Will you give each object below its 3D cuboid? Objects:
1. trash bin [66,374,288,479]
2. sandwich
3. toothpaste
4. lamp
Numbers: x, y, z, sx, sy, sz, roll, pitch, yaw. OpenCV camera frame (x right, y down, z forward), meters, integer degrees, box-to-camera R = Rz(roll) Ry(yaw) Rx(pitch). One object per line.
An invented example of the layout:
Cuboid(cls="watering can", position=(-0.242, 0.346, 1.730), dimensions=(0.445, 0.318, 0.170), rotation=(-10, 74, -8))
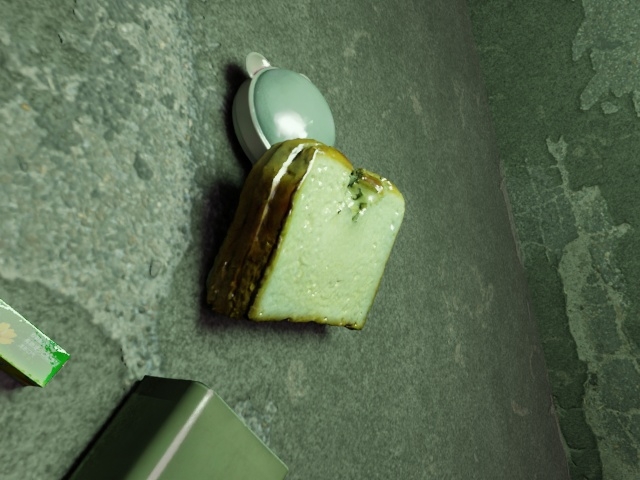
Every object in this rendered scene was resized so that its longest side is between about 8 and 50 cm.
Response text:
Cuboid(cls="trash bin", position=(-0.165, 0.272, 0.422), dimensions=(0.164, 0.122, 0.240), rotation=(58, 44, -25))
Cuboid(cls="sandwich", position=(-0.001, -0.001, 0.643), dimensions=(0.273, 0.095, 0.248), rotation=(17, 97, -50))
Cuboid(cls="toothpaste", position=(-0.291, 0.056, 0.373), dimensions=(0.178, 0.043, 0.037), rotation=(55, 46, -28))
Cuboid(cls="lamp", position=(-0.043, -0.156, 0.695), dimensions=(0.180, 0.108, 0.245), rotation=(1, 80, -48))
